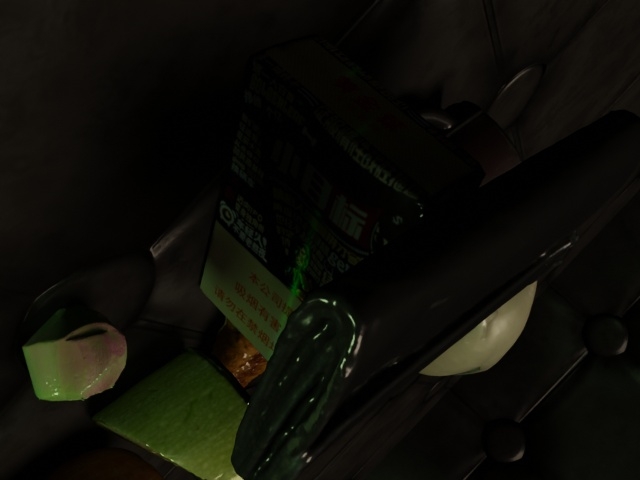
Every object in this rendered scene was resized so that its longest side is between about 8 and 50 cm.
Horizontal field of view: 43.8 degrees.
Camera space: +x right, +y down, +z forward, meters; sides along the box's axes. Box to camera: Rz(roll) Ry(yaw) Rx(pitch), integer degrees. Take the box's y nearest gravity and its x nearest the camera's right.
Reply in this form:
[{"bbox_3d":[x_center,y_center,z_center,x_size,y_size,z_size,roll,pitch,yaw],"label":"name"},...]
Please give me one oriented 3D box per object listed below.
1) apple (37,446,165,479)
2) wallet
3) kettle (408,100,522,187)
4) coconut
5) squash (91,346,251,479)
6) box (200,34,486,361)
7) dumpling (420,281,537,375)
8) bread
[{"bbox_3d":[-0.245,0.329,0.886,0.174,0.188,0.188,-40,159,-29],"label":"apple"},{"bbox_3d":[0.111,0.037,0.638,0.406,0.062,0.228,-28,153,-40],"label":"wallet"},{"bbox_3d":[0.105,-0.057,0.922,0.232,0.144,0.202,-36,137,-18],"label":"kettle"},{"bbox_3d":[-0.209,0.096,0.683,0.083,0.081,0.082,-13,174,11],"label":"coconut"},{"bbox_3d":[-0.131,0.237,0.887,0.133,0.220,0.220,-39,158,-28],"label":"squash"},{"bbox_3d":[0.000,0.000,0.728,0.084,0.198,0.310,-29,153,-37],"label":"box"},{"bbox_3d":[0.222,0.075,1.264,0.316,0.233,0.395,-36,171,-32],"label":"dumpling"},{"bbox_3d":[-0.062,0.091,0.949,0.105,0.076,0.233,3,136,-48],"label":"bread"}]
